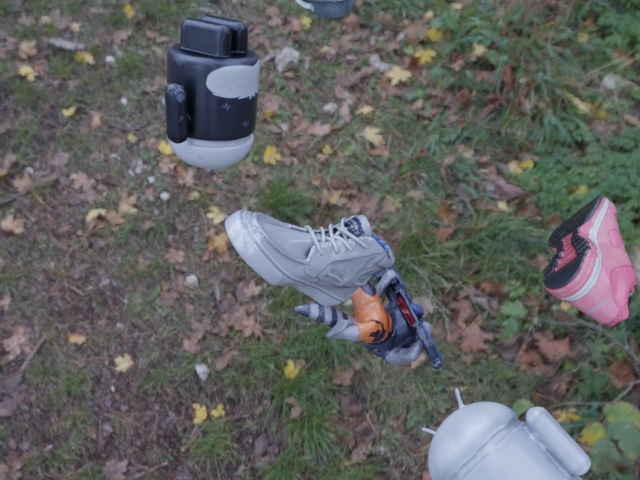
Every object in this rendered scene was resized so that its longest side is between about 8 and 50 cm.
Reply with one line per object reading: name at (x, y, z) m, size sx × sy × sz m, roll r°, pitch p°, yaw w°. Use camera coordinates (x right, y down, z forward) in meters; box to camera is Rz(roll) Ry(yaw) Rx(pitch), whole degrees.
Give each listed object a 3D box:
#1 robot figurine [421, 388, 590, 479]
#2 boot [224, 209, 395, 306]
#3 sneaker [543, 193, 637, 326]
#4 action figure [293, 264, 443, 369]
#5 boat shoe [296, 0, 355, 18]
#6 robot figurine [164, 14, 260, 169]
robot figurine at (0.334, 0.434, 1.121) m, size 0.353 × 0.300 × 0.199 m, roll 46°, pitch 22°, yaw 24°
boot at (0.000, 0.000, 0.769) m, size 0.123 × 0.258 × 0.095 m, roll -34°, pitch 62°, yaw 14°
sneaker at (0.467, 0.037, 1.072) m, size 0.136 × 0.116 × 0.314 m, roll 43°, pitch 40°, yaw -1°
action figure at (0.102, 0.141, 1.348) m, size 0.178 × 0.330 × 0.341 m, roll -38°, pitch 42°, yaw 16°
boat shoe at (-0.055, -0.345, 0.774) m, size 0.116 × 0.099 × 0.319 m, roll -30°, pitch 39°, yaw -16°
robot figurine at (-0.206, -0.273, 1.192) m, size 0.209 × 0.278 × 0.173 m, roll -8°, pitch 32°, yaw -26°
